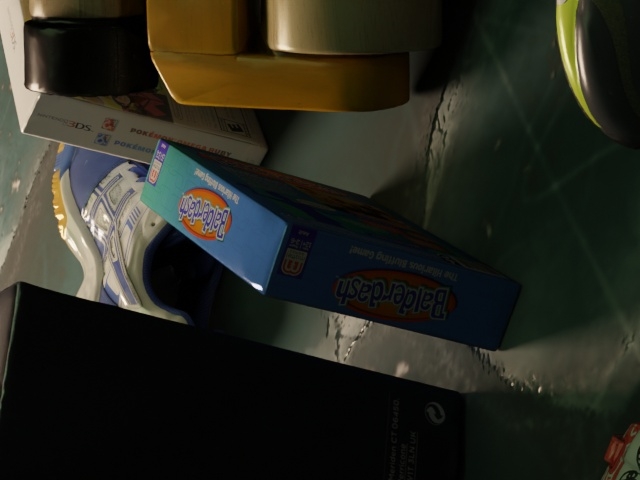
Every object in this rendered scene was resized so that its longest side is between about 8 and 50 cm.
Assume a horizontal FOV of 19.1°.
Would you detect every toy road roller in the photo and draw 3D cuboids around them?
[{"bbox_3d":[-0.045,-0.209,1.327,0.330,0.241,0.202,6,103,27],"label":"toy road roller"}]

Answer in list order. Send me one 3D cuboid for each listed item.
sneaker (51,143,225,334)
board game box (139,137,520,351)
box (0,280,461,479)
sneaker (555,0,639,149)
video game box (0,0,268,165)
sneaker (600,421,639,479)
[{"bbox_3d":[-0.127,0.000,1.476,0.131,0.112,0.296,-34,48,28],"label":"sneaker"},{"bbox_3d":[0.000,0.000,1.158,0.210,0.160,0.047,34,107,61],"label":"board game box"},{"bbox_3d":[-0.118,0.164,1.150,0.296,0.294,0.182,-24,56,55],"label":"box"},{"bbox_3d":[0.214,-0.174,0.917,0.121,0.111,0.300,50,122,52],"label":"sneaker"},{"bbox_3d":[-0.151,-0.135,1.469,0.048,0.187,0.205,-58,32,28],"label":"video game box"},{"bbox_3d":[0.136,0.167,0.907,0.270,0.090,0.145,-16,62,54],"label":"sneaker"}]
